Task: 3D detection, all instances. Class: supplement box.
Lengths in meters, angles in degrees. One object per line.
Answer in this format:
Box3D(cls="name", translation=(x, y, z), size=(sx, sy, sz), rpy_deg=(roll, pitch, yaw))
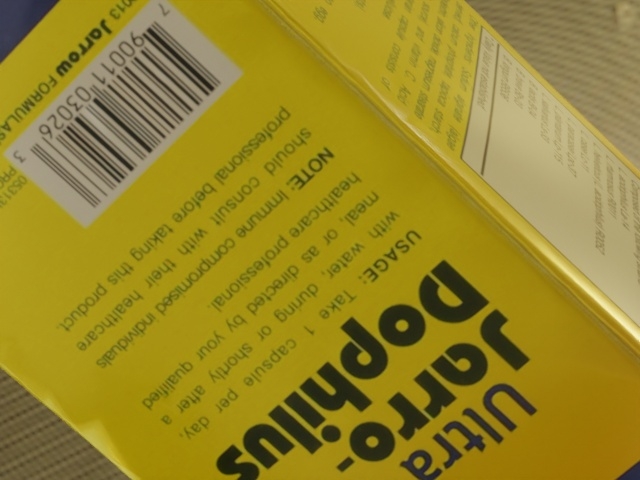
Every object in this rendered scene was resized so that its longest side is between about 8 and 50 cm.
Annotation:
Box3D(cls="supplement box", translation=(0.000, 0.000, 0.807), size=(0.356, 0.195, 0.194), rpy_deg=(43, -157, -11))
